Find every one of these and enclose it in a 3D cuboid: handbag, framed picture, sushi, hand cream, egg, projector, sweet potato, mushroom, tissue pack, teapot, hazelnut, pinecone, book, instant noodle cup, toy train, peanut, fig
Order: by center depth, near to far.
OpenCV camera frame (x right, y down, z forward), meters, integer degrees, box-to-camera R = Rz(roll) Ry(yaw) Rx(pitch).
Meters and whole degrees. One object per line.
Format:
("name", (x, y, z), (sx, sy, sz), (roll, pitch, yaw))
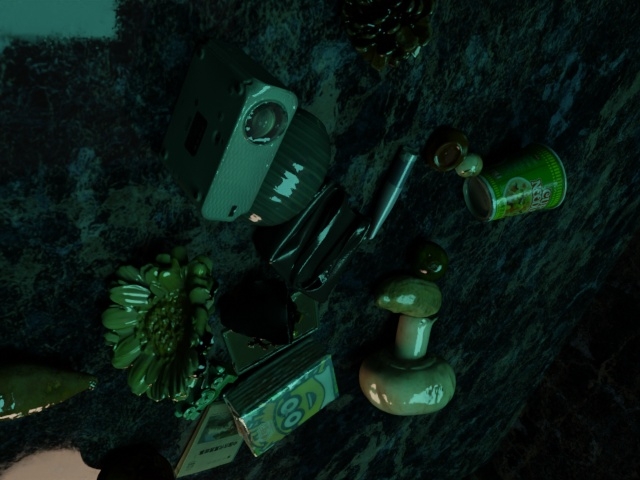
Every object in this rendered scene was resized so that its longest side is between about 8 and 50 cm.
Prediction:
("projector", (-0.168, -0.187, 1.016), (0.108, 0.198, 0.251), (5, 123, -44))
("pinecone", (0.128, -0.420, 1.105), (0.179, 0.150, 0.195), (-40, 140, 5))
("sweet potato", (-0.591, 0.284, 1.144), (0.336, 0.131, 0.131), (-3, 127, -41))
("handbag", (0.000, 0.000, 1.423), (0.257, 0.113, 0.285), (-50, 142, -3))
("sushi", (-0.129, 0.187, 1.438), (0.172, 0.153, 0.150), (-10, 163, 20))
("hand cream", (0.177, -0.116, 1.510), (0.255, 0.048, 0.079), (-68, 170, 27))
("teapot", (0.321, -0.231, 1.521), (0.098, 0.078, 0.129), (26, 123, -8))
("hazelnut", (-0.477, 0.633, 1.547), (0.203, 0.178, 0.178), (20, 114, -16))
("toy train", (-0.304, 0.391, 1.547), (0.178, 0.071, 0.104), (-47, 153, 3))
("framed picture", (-0.123, 0.241, 1.604), (0.281, 0.019, 0.209), (-27, 139, -21))
("egg", (0.405, -0.206, 1.617), (0.083, 0.071, 0.071), (-16, 136, -52))
("instant noodle cup", (0.541, -0.154, 1.705), (0.232, 0.207, 0.207), (-20, 137, -15))
("tissue pack", (-0.106, 0.444, 1.707), (0.310, 0.128, 0.228), (-32, 137, -22))
("book", (-0.294, 0.573, 1.762), (0.214, 0.025, 0.283), (3, 122, -45))
("fig", (0.321, 0.076, 1.781), (0.117, 0.117, 0.177), (-33, 159, -13))
("peanut", (0.266, 0.170, 1.804), (0.253, 0.122, 0.137), (16, 130, -45))
("mushroom", (0.288, 0.389, 1.935), (0.314, 0.314, 0.337), (-3, 105, -40))

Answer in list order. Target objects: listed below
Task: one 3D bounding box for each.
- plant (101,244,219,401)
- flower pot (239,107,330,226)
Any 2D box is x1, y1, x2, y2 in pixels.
("plant", (-0.285, 0.192, 1.220), (0.305, 0.261, 0.297), (-37, 144, 10))
("flower pot", (-0.087, -0.142, 1.138), (0.157, 0.189, 0.243), (28, 96, -40))
